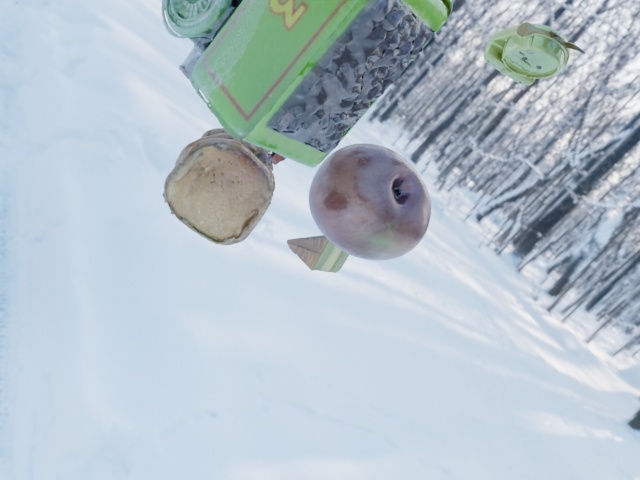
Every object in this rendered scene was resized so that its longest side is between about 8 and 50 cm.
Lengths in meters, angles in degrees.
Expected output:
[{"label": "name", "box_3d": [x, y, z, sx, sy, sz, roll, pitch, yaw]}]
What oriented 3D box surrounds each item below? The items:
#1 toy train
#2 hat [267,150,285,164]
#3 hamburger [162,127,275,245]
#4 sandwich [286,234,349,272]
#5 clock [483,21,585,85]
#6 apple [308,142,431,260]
[{"label": "toy train", "box_3d": [-0.019, -0.252, 0.728, 0.174, 0.307, 0.248, 15, 33, -55]}, {"label": "hat", "box_3d": [-0.079, -0.247, 1.239, 0.129, 0.140, 0.227, 27, 21, -50]}, {"label": "hamburger", "box_3d": [-0.216, -0.110, 1.483, 0.211, 0.245, 0.260, -102, -177, -66]}, {"label": "sandwich", "box_3d": [0.000, 0.000, 2.111, 0.117, 0.144, 0.187, 11, 24, -41]}, {"label": "clock", "box_3d": [0.523, -0.458, 1.649, 0.170, 0.069, 0.232, 25, -12, -23]}, {"label": "apple", "box_3d": [0.126, -0.095, 1.680, 0.306, 0.235, 0.305, 10, 72, -33]}]
